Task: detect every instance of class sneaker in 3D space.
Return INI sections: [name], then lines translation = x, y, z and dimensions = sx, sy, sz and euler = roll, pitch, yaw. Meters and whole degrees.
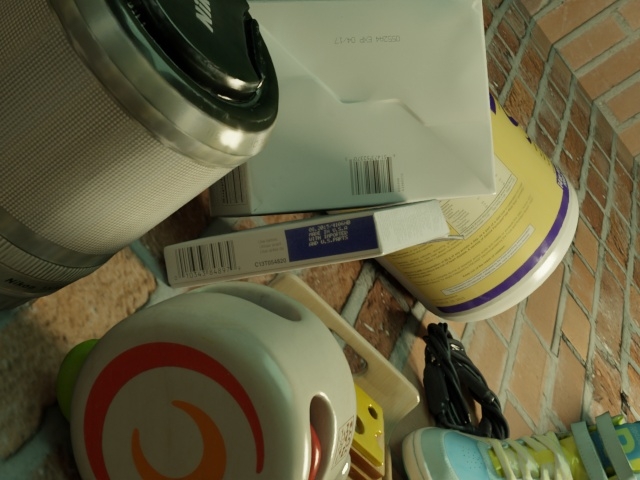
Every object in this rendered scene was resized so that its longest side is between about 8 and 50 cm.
[sneaker]
translation = 0.243, 0.239, 1.448
dimensions = 0.319, 0.208, 0.127
euler = 28, 38, -47

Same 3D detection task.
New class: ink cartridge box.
[ink cartridge box]
translation = 0.000, 0.000, 1.282
dimensions = 0.224, 0.223, 0.045
euler = -9, 89, -65

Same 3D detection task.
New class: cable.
[cable]
translation = 0.175, 0.178, 1.600
dimensions = 0.150, 0.047, 0.184
euler = 35, 30, -39

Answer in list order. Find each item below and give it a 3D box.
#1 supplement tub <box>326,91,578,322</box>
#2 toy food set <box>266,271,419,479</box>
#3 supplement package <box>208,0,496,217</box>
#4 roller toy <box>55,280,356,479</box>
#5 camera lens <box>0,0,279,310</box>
[supplement tub]
translation = 0.126, -0.084, 1.599
dimensions = 0.331, 0.241, 0.241
euler = 44, 26, -27
[toy food set]
translation = 0.026, 0.190, 1.241
dimensions = 0.220, 0.092, 0.306
euler = 44, 27, -25
[supplement package]
translation = 0.023, -0.133, 1.341
dimensions = 0.261, 0.145, 0.204
euler = -5, 92, -20
[roller toy]
translation = -0.074, 0.133, 0.999
dimensions = 0.209, 0.191, 0.146
euler = 58, 23, 4
[camera lens]
translation = -0.185, -0.100, 0.983
dimensions = 0.219, 0.274, 0.219
euler = 43, 27, -28
